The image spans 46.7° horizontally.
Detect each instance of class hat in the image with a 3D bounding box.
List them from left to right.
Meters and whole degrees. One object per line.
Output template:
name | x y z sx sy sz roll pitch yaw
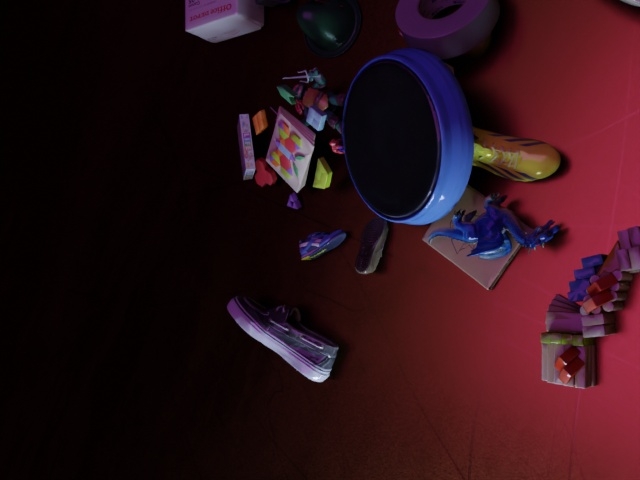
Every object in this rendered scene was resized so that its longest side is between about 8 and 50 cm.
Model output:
hat | -0.032 -0.567 1.848 0.208 0.183 0.173 23 100 35

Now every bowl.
bowl | 0.176 -0.224 1.638 0.391 0.077 0.391 28 123 53

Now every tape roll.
tape roll | 0.279 -0.505 1.634 0.219 0.072 0.219 -14 55 20

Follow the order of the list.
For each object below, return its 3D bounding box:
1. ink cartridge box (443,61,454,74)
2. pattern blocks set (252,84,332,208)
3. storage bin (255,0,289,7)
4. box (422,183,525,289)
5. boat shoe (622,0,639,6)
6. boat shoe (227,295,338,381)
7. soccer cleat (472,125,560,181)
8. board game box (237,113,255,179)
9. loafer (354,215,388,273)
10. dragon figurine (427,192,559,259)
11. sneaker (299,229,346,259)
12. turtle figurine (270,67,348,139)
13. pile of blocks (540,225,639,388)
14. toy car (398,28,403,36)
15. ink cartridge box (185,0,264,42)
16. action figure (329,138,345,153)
ink cartridge box | 0.251 -0.324 1.682 0.089 0.092 0.143 -11 80 35
pattern blocks set | -0.078 -0.225 1.859 0.285 0.026 0.325 35 136 33
storage bin | -0.127 -0.695 1.993 0.091 0.098 0.135 -3 85 63
box | 0.342 -0.013 1.639 0.201 0.021 0.164 41 110 30
boat shoe | 0.542 -0.570 1.479 0.324 0.116 0.097 48 117 34
boat shoe | -0.088 0.221 1.890 0.335 0.121 0.119 33 98 22
soccer cleat | 0.361 -0.190 1.574 0.289 0.121 0.094 20 99 35
board game box | -0.202 -0.252 2.007 0.103 0.026 0.154 133 130 -76
loafer | 0.124 0.013 1.779 0.056 0.050 0.148 19 82 32
dragon figurine | 0.350 -0.006 1.565 0.289 0.085 0.144 -26 72 30
sneaker | 0.000 0.000 1.866 0.144 0.053 0.059 -28 69 30
turtle figurine | -0.009 -0.349 1.856 0.234 0.118 0.175 27 123 24
pile of blocks | 0.515 0.128 1.446 0.149 0.112 0.362 29 103 34
toy car | 0.239 -0.472 1.727 0.122 0.060 0.041 29 135 40
ink cartridge box | -0.269 -0.725 2.073 0.207 0.117 0.283 -5 83 35
action figure | 0.056 -0.227 1.802 0.030 0.115 0.038 -14 79 34
